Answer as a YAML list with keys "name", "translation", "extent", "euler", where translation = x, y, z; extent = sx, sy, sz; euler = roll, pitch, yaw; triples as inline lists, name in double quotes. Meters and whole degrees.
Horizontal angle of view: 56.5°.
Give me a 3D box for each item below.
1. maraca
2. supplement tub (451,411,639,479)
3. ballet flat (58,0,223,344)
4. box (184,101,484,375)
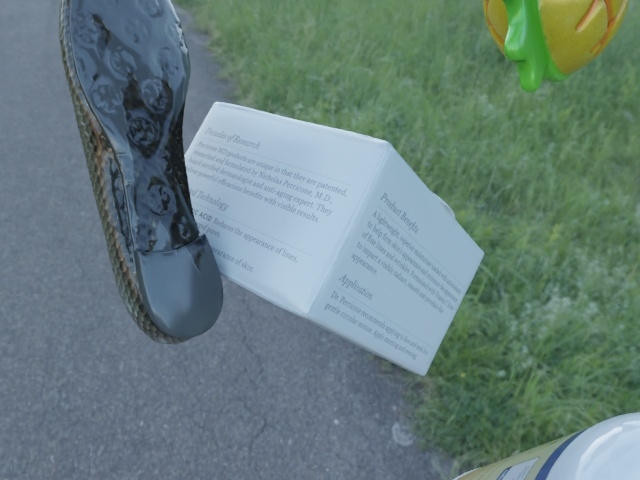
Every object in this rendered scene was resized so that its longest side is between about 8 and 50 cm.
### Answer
- name: "maraca"
  translation: [0.164, -0.175, 0.430]
  extent: [0.099, 0.127, 0.186]
  euler: [-3, 23, 39]
- name: "supplement tub"
  translation: [0.191, 0.273, 0.442]
  extent: [0.228, 0.316, 0.228]
  euler: [7, 59, -12]
- name: "ballet flat"
  translation: [-0.117, -0.057, 0.378]
  extent: [0.084, 0.250, 0.058]
  euler: [-13, 1, -44]
- name: "box"
  translation: [0.000, 0.000, 0.466]
  extent: [0.182, 0.119, 0.181]
  euler: [22, -9, 40]
